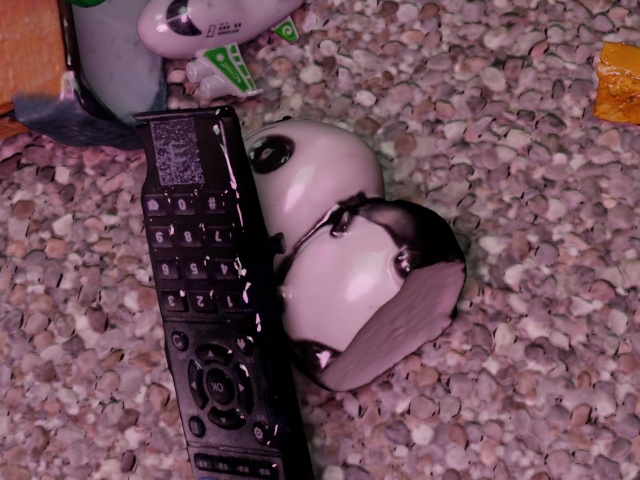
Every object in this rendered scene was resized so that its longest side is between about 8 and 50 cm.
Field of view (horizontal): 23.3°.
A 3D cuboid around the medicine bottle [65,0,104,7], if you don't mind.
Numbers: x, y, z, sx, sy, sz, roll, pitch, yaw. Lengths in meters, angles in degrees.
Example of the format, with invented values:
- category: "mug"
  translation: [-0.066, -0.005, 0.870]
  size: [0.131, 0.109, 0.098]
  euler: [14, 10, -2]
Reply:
- category: "medicine bottle"
  translation: [-0.301, -0.277, 1.387]
  size: [0.309, 0.076, 0.111]
  euler: [25, 113, 31]

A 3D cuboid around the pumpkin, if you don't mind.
- category: "pumpkin"
  translation: [0.286, -0.142, 1.401]
  size: [0.074, 0.083, 0.054]
  euler: [13, 58, 14]

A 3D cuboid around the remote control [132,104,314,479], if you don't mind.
- category: "remote control"
  translation: [-0.075, 0.085, 1.289]
  size: [0.144, 0.062, 0.399]
  euler: [0, 104, 44]

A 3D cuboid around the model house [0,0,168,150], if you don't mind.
- category: "model house"
  translation: [-0.312, -0.186, 1.509]
  size: [0.291, 0.184, 0.253]
  euler: [-16, 73, 20]

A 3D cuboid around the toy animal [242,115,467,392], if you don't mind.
- category: "toy animal"
  translation: [-0.001, 0.002, 1.358]
  size: [0.235, 0.165, 0.187]
  euler: [46, 106, 19]

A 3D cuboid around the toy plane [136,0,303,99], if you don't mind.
- category: "toy plane"
  translation: [-0.093, -0.219, 1.489]
  size: [0.174, 0.080, 0.174]
  euler: [3, 82, -22]
